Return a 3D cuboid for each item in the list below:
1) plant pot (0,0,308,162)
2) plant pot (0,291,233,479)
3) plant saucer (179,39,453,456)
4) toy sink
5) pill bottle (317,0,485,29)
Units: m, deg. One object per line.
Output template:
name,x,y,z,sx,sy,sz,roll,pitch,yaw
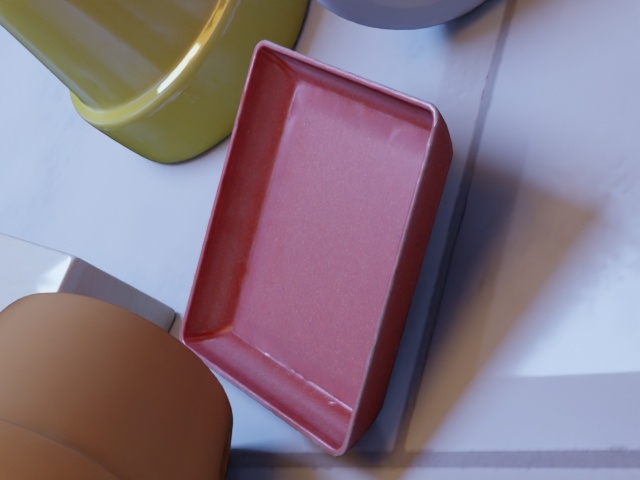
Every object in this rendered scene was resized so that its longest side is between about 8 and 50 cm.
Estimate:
plant pot,-0.178,-0.231,1.663,0.254,0.239,0.254,-31,44,35
plant pot,-0.193,0.176,1.382,0.291,0.291,0.203,-15,38,45
plant saucer,0.000,0.000,1.397,0.259,0.048,0.258,28,106,55
toy sink,-0.260,0.087,1.629,0.234,0.131,0.152,12,75,48
pill bottle,0.057,-0.336,1.497,0.181,0.181,0.323,-34,43,32
